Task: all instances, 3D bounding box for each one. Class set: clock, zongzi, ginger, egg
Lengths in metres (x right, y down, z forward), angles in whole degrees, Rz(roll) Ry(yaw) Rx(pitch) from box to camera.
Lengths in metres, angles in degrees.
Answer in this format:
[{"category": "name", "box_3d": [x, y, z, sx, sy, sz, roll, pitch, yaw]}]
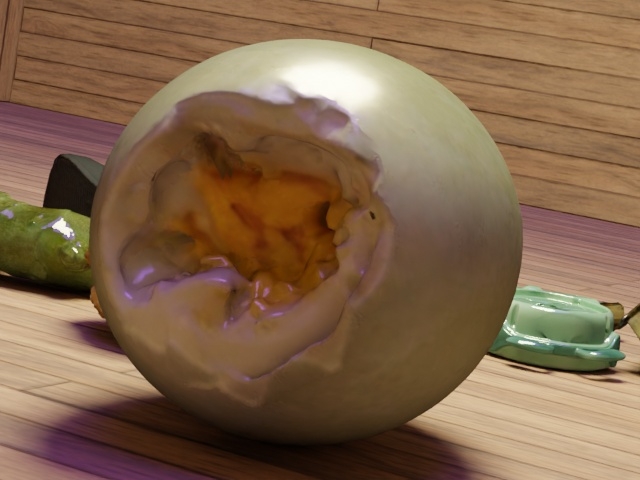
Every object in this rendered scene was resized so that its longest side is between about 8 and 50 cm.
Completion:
[{"category": "clock", "box_3d": [0.229, 0.088, 1.665, 0.148, 0.060, 0.188, 8, 7, -10]}, {"category": "zongzi", "box_3d": [0.289, 0.089, 1.868, 0.076, 0.040, 0.083, -5, 3, -41]}, {"category": "ginger", "box_3d": [-0.306, -0.006, 1.626, 0.290, 0.089, 0.137, 8, -13, 23]}, {"category": "egg", "box_3d": [0.000, 0.000, 1.152, 0.278, 0.278, 0.336, 11, 4, 18]}]

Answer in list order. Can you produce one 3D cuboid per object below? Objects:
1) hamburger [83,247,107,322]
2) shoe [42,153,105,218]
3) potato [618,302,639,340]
[{"category": "hamburger", "box_3d": [-0.114, 0.032, 1.421, 0.191, 0.118, 0.182, 14, 4, 13]}, {"category": "shoe", "box_3d": [-0.216, -0.016, 1.765, 0.093, 0.108, 0.241, 7, 14, -34]}, {"category": "potato", "box_3d": [0.357, 0.084, 1.681, 0.061, 0.086, 0.122, 57, 17, 19]}]
